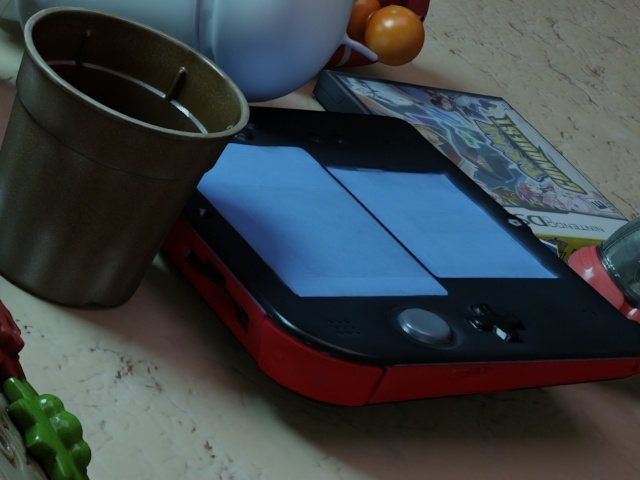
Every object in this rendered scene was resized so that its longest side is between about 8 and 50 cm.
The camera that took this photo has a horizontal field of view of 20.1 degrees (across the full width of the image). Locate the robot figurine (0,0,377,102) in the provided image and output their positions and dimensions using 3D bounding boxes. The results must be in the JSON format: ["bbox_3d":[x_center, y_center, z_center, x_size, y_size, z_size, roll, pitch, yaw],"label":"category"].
[{"bbox_3d":[-0.121,-0.231,1.551,0.353,0.300,0.199,12,67,16],"label":"robot figurine"}]

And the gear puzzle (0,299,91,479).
[{"bbox_3d":[-0.173,0.080,1.001,0.339,0.044,0.175,57,1,9],"label":"gear puzzle"}]

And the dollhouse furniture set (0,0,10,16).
[{"bbox_3d":[-0.362,-0.235,1.391,0.242,0.212,0.161,48,22,-19],"label":"dollhouse furniture set"}]

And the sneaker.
[{"bbox_3d":[0.341,0.067,1.530,0.276,0.135,0.097,35,23,-20],"label":"sneaker"}]

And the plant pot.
[{"bbox_3d":[-0.158,-0.052,1.279,0.167,0.165,0.167,22,25,-11],"label":"plant pot"}]

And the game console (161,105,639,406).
[{"bbox_3d":[0.034,-0.005,1.425,0.342,0.060,0.386,-4,34,-34],"label":"game console"}]

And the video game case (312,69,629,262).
[{"bbox_3d":[0.157,-0.070,1.765,0.248,0.035,0.275,4,34,-39],"label":"video game case"}]

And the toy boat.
[{"bbox_3d":[0.040,-0.225,1.800,0.151,0.151,0.231,35,25,25],"label":"toy boat"}]

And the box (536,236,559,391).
[{"bbox_3d":[0.172,0.054,1.524,0.059,0.054,0.169,21,27,-10],"label":"box"}]
